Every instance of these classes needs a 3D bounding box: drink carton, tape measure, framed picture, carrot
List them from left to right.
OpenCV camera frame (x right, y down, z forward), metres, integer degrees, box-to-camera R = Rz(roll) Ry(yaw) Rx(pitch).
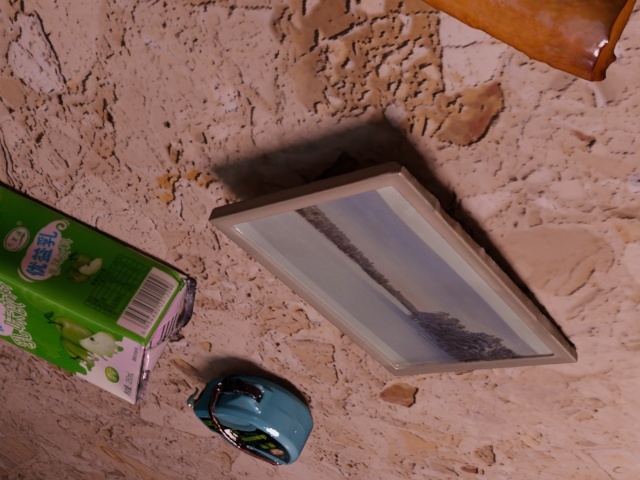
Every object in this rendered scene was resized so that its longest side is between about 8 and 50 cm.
[{"bbox_3d":[-0.287,0.061,1.019,0.271,0.108,0.161,27,143,2],"label":"drink carton"},{"bbox_3d":[-0.076,0.219,1.111,0.146,0.081,0.125,44,145,-24],"label":"tape measure"},{"bbox_3d":[0.068,0.041,0.812,0.213,0.016,0.289,-11,138,41],"label":"framed picture"},{"bbox_3d":[0.083,-0.158,0.535,0.205,0.072,0.072,22,145,10],"label":"carrot"}]
